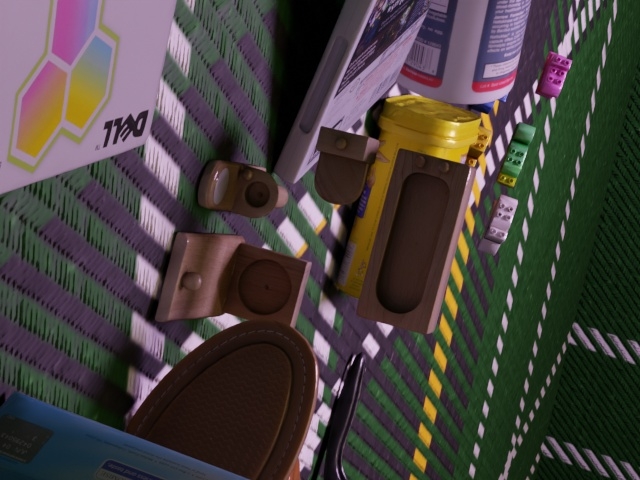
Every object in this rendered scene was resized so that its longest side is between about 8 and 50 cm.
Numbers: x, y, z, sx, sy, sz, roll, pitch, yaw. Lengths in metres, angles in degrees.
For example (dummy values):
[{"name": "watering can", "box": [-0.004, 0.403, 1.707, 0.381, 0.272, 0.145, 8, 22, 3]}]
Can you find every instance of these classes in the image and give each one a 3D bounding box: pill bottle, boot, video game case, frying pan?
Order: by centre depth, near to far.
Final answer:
[{"name": "boot", "box": [-0.049, 0.169, 1.189, 0.220, 0.109, 0.283, -11, 124, -67]}, {"name": "video game case", "box": [0.040, -0.148, 1.259, 0.190, 0.022, 0.173, -47, 166, -52]}, {"name": "pill bottle", "box": [0.118, -0.210, 1.400, 0.108, 0.108, 0.180, -51, 155, -56]}, {"name": "frying pan", "box": [0.004, 0.287, 1.702, 0.197, 0.053, 0.326, 72, 41, -67]}]

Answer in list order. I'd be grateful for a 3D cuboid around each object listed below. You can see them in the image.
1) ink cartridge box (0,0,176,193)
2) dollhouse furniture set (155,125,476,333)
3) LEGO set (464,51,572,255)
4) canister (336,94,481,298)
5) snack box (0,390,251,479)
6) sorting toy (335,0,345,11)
[{"name": "ink cartridge box", "box": [-0.141, -0.036, 0.652, 0.189, 0.097, 0.255, -32, 137, -69]}, {"name": "dollhouse furniture set", "box": [0.000, 0.000, 1.121, 0.123, 0.151, 0.144, 3, 102, -75]}, {"name": "LEGO set", "box": [0.186, -0.109, 1.812, 0.093, 0.087, 0.227, 116, -6, -81]}, {"name": "canister", "box": [0.076, -0.034, 1.526, 0.126, 0.073, 0.169, -23, 131, -71]}, {"name": "snack box", "box": [-0.103, 0.247, 0.954, 0.060, 0.187, 0.322, -52, 155, -51]}, {"name": "sorting toy", "box": [0.063, -0.293, 1.220, 0.132, 0.046, 0.274, -58, 160, -45]}]
